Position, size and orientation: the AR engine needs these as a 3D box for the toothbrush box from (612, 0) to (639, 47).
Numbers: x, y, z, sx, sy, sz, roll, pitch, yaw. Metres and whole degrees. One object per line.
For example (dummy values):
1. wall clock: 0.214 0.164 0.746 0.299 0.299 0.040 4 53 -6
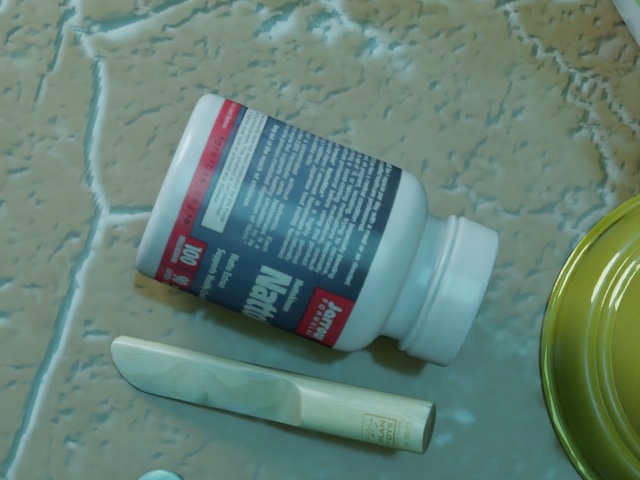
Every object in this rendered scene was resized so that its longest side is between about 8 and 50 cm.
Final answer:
1. toothbrush box: 0.222 -0.200 1.059 0.122 0.206 0.283 -30 87 -9

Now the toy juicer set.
1. toy juicer set: -0.002 0.195 1.018 0.209 0.089 0.329 -10 82 12

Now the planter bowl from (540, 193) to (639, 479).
1. planter bowl: 0.239 0.064 1.086 0.217 0.090 0.217 1 82 -7

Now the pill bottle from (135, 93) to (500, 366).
1. pill bottle: 0.000 0.000 1.059 0.180 0.108 0.108 21 81 -3
